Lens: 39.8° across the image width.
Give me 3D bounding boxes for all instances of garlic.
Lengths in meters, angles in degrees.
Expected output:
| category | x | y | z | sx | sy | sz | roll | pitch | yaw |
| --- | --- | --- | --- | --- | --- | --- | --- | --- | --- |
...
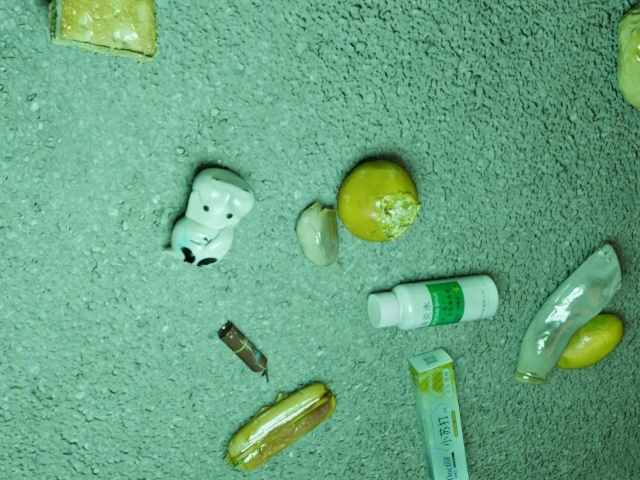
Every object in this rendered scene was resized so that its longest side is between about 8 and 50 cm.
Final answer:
| category | x | y | z | sx | sy | sz | roll | pitch | yaw |
| --- | --- | --- | --- | --- | --- | --- | --- | --- | --- |
| garlic | 0.002 | 0.003 | 1.633 | 0.084 | 0.066 | 0.152 | -17 | 112 | -19 |

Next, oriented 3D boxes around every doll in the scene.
| category | x | y | z | sx | sy | sz | roll | pitch | yaw |
| --- | --- | --- | --- | --- | --- | --- | --- | --- | --- |
| doll | -0.188 | -0.035 | 1.515 | 0.110 | 0.107 | 0.180 | 22 | 98 | -20 |

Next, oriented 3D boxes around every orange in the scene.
| category | x | y | z | sx | sy | sz | roll | pitch | yaw |
| --- | --- | --- | --- | --- | --- | --- | --- | --- | --- |
| orange | 0.107 | -0.070 | 1.615 | 0.155 | 0.134 | 0.154 | -5 | 109 | -14 |

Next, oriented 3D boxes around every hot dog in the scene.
| category | x | y | z | sx | sy | sz | roll | pitch | yaw |
| --- | --- | --- | --- | --- | --- | --- | --- | --- | --- |
| hot dog | -0.084 | 0.359 | 1.727 | 0.250 | 0.076 | 0.104 | -34 | 138 | -5 |

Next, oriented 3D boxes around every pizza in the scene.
| category | x | y | z | sx | sy | sz | roll | pitch | yaw |
| --- | --- | --- | --- | --- | --- | --- | --- | --- | --- |
| pizza | -0.338 | -0.378 | 1.352 | 0.188 | 0.081 | 0.204 | -6 | 102 | -46 |

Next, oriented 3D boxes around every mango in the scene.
| category | x | y | z | sx | sy | sz | roll | pitch | yaw |
| --- | --- | --- | --- | --- | --- | --- | --- | --- | --- |
| mango | 0.593 | 0.229 | 1.964 | 0.190 | 0.075 | 0.098 | -29 | 99 | -4 |

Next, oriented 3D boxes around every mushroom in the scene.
| category | x | y | z | sx | sy | sz | roll | pitch | yaw |
| --- | --- | --- | --- | --- | --- | --- | --- | --- | --- |
| mushroom | 0.529 | 0.160 | 1.903 | 0.109 | 0.097 | 0.351 | 35 | 96 | -9 |

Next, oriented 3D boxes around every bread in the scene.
| category | x | y | z | sx | sy | sz | roll | pitch | yaw |
| --- | --- | --- | --- | --- | --- | --- | --- | --- | --- |
| bread | 0.693 | -0.370 | 1.756 | 0.245 | 0.134 | 0.244 | -9 | 113 | -23 |

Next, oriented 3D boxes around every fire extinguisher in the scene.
| category | x | y | z | sx | sy | sz | roll | pitch | yaw |
| --- | --- | --- | --- | --- | --- | --- | --- | --- | --- |
| fire extinguisher | -0.138 | 0.209 | 1.659 | 0.039 | 0.056 | 0.132 | -31 | 118 | 20 |

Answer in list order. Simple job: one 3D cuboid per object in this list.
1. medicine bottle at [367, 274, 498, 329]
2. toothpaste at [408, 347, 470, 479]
| category | x | y | z | sx | sy | sz | roll | pitch | yaw |
| --- | --- | --- | --- | --- | --- | --- | --- | --- | --- |
| medicine bottle | 0.223 | 0.124 | 1.758 | 0.260 | 0.095 | 0.095 | -5 | 110 | -20 |
| toothpaste | 0.252 | 0.383 | 1.880 | 0.089 | 0.071 | 0.312 | -17 | 115 | -12 |
